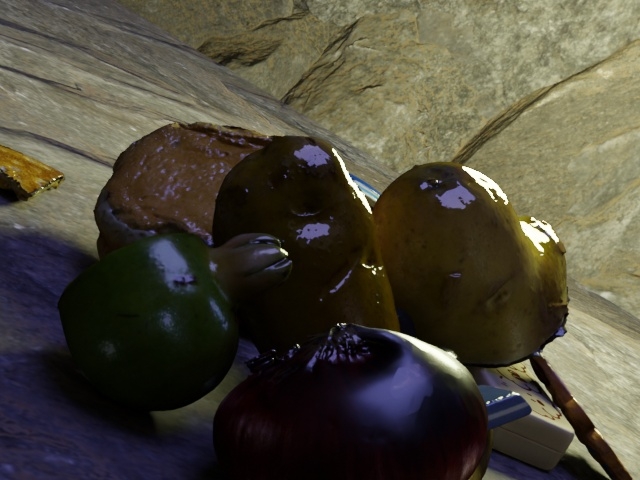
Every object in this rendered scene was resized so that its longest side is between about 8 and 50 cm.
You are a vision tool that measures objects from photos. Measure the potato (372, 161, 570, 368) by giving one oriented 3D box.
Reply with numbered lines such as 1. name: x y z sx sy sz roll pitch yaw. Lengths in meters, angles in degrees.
1. potato: 0.246 0.005 1.705 0.397 0.296 0.290 -14 41 -21

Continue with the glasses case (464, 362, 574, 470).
1. glasses case: 0.278 0.235 1.754 0.144 0.076 0.336 24 14 -18

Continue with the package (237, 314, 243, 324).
1. package: -0.058 0.040 1.700 0.196 0.123 0.423 27 15 -19

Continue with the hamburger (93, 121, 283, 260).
1. hamburger: -0.154 -0.035 1.490 0.318 0.158 0.318 -3 41 3

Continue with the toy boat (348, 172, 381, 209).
1. toy boat: 0.033 -0.077 2.122 0.295 0.129 0.088 24 49 4

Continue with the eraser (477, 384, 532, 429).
1. eraser: 0.165 0.229 1.415 0.225 0.036 0.082 -13 10 -31

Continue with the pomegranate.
1. pomegranate: -0.145 0.090 1.167 0.241 0.190 0.159 -20 72 -31

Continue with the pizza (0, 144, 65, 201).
1. pizza: -0.437 -0.091 1.602 0.185 0.036 0.176 18 19 -46

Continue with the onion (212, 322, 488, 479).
1. onion: 0.036 0.219 1.098 0.273 0.285 0.273 -12 6 1

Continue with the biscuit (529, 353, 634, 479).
1. biscuit: 0.411 0.287 1.731 0.280 0.043 0.183 52 2 10

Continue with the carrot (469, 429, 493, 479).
1. carrot: 0.167 0.291 1.341 0.070 0.070 0.342 30 15 7

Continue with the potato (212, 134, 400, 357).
1. potato: -0.006 0.061 1.298 0.369 0.176 0.195 71 18 1

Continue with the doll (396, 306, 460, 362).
1. doll: 0.073 0.173 1.448 0.143 0.135 0.234 40 21 32
